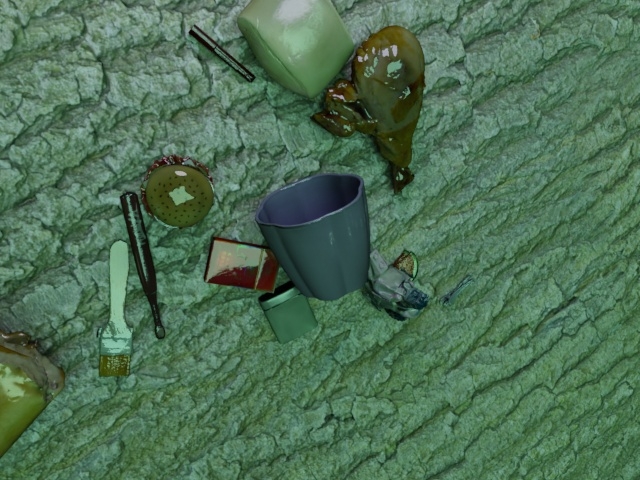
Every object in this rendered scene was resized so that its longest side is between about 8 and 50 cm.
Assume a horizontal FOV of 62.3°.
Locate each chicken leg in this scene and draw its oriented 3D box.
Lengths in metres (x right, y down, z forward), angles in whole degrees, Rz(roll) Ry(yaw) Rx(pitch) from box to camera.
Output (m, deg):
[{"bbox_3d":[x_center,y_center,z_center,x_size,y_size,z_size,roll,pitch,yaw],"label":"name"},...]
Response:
[{"bbox_3d":[0.128,-0.294,1.296,0.295,0.182,0.409,-18,122,-3],"label":"chicken leg"}]

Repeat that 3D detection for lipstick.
[{"bbox_3d":[-0.222,-0.423,1.210,0.176,0.027,0.027,37,89,-22],"label":"lipstick"}]

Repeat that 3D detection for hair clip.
[{"bbox_3d":[0.397,0.146,1.512,0.115,0.039,0.030,-42,115,-8],"label":"hair clip"}]

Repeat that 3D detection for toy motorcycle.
[{"bbox_3d":[0.198,0.119,1.359,0.239,0.204,0.108,42,70,-24],"label":"toy motorcycle"}]

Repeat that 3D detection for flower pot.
[{"bbox_3d":[0.000,0.000,1.262,0.265,0.265,0.243,-21,119,-12],"label":"flower pot"}]

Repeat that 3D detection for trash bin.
[{"bbox_3d":[-0.082,0.183,1.359,0.116,0.059,0.129,-26,108,-9],"label":"trash bin"}]

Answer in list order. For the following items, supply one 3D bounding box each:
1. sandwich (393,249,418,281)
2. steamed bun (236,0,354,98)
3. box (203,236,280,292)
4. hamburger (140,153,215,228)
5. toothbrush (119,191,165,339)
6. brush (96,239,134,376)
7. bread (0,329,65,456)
[{"bbox_3d":[0.234,0.076,1.454,0.069,0.026,0.101,-12,101,-10],"label":"sandwich"},{"bbox_3d":[-0.051,-0.456,1.186,0.200,0.155,0.250,-47,107,-4],"label":"steamed bun"},{"bbox_3d":[-0.191,0.062,1.305,0.175,0.048,0.112,10,98,-19],"label":"box"},{"bbox_3d":[-0.316,-0.101,1.188,0.175,0.137,0.175,-4,106,-16],"label":"hamburger"},{"bbox_3d":[-0.411,0.065,1.244,0.041,0.041,0.363,-13,105,-14],"label":"toothbrush"},{"bbox_3d":[-0.480,0.163,1.252,0.086,0.020,0.336,4,99,-18],"label":"brush"},{"bbox_3d":[-0.777,0.311,1.077,0.361,0.250,0.394,41,91,-18],"label":"bread"}]
